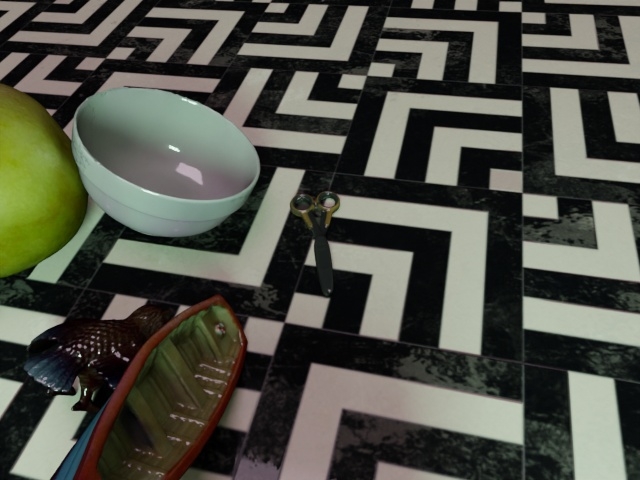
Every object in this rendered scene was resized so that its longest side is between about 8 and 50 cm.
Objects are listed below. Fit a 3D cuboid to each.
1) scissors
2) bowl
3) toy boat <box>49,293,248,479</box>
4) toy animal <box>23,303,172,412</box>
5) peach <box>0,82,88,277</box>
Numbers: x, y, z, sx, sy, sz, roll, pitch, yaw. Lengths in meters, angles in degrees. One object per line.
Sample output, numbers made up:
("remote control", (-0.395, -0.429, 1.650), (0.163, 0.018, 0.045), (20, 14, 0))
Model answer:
("scissors", (0.000, 0.000, 0.866), (0.088, 0.017, 0.220), (-6, 48, -4))
("bowl", (-0.258, -0.111, 0.867), (0.287, 0.143, 0.286), (19, 39, -16))
("toy boat", (-0.177, 0.181, 0.578), (0.080, 0.136, 0.392), (-24, 13, 19))
("toy animal", (-0.281, 0.140, 0.705), (0.219, 0.116, 0.179), (18, 53, 28))
("peach", (-0.514, -0.088, 0.809), (0.282, 0.315, 0.314), (17, 45, 0))
